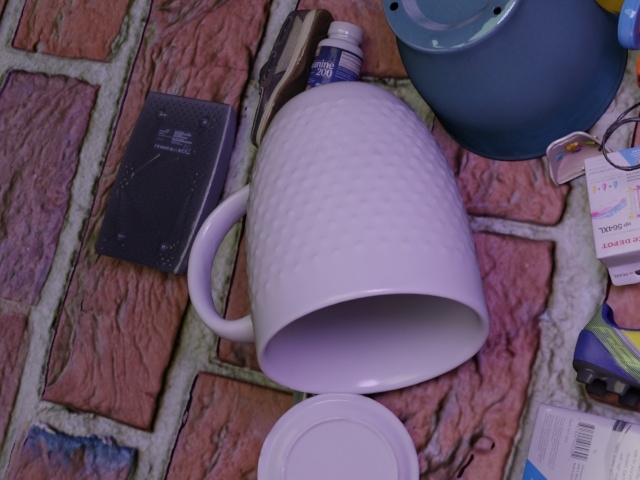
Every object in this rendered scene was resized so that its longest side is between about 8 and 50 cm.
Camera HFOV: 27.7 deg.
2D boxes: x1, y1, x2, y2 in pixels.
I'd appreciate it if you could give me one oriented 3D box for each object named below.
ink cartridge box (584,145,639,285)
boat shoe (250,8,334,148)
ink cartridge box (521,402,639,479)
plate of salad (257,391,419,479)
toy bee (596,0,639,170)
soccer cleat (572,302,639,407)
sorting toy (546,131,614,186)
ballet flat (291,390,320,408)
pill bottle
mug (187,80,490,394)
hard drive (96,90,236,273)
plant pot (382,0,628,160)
[{"bbox_3d":[0.370,-0.025,1.510,0.092,0.090,0.143,-13,68,25],"label":"ink cartridge box"},{"bbox_3d":[-0.049,-0.224,1.821,0.073,0.080,0.224,14,76,37],"label":"boat shoe"},{"bbox_3d":[0.328,0.271,1.445,0.190,0.082,0.140,10,80,30],"label":"ink cartridge box"},{"bbox_3d":[0.022,0.287,1.600,0.199,0.048,0.200,0,87,-5],"label":"plate of salad"},{"bbox_3d":[0.397,-0.235,1.502,0.195,0.162,0.298,40,104,24],"label":"toy bee"},{"bbox_3d":[0.419,0.140,1.431,0.289,0.093,0.121,15,75,31],"label":"soccer cleat"},{"bbox_3d":[0.309,-0.109,1.579,0.083,0.075,0.045,-25,64,20],"label":"sorting toy"},{"bbox_3d":[-0.013,0.236,1.668,0.068,0.072,0.213,-8,67,56],"label":"ballet flat"},{"bbox_3d":[0.021,-0.237,1.786,0.067,0.067,0.120,10,80,31],"label":"pill bottle"},{"bbox_3d":[0.000,0.000,1.601,0.374,0.276,0.328,-20,58,21],"label":"mug"},{"bbox_3d":[-0.217,-0.082,1.880,0.172,0.054,0.255,12,81,32],"label":"hard drive"},{"bbox_3d":[0.206,-0.264,1.580,0.271,0.255,0.272,-9,71,27],"label":"plant pot"}]
